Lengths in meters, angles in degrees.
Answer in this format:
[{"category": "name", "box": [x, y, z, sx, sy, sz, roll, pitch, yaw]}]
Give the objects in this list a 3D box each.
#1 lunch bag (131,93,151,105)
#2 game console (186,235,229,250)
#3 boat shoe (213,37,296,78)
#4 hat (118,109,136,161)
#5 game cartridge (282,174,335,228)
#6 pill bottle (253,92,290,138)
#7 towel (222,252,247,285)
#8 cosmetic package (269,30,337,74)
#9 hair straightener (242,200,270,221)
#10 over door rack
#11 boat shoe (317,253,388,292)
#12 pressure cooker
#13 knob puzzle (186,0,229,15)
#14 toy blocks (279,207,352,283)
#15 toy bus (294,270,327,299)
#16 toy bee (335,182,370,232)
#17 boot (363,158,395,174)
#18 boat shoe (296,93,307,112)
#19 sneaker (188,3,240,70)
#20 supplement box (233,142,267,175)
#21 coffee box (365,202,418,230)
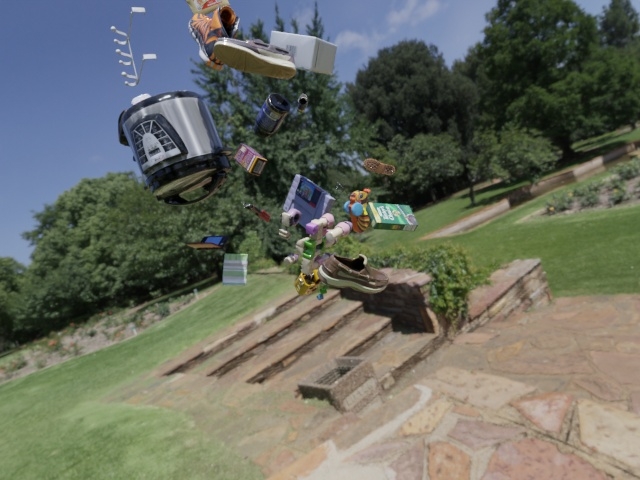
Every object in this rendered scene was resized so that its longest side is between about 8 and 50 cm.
[{"category": "lunch bag", "box": [-0.759, -0.588, 1.758, 0.083, 0.053, 0.071, -31, 47, -29]}, {"category": "game console", "box": [-0.506, -0.001, 1.846, 0.143, 0.085, 0.124, -2, 44, 21]}, {"category": "boat shoe", "box": [-0.217, -0.625, 1.377, 0.285, 0.093, 0.102, 5, -16, -25]}, {"category": "hat", "box": [-0.955, -0.575, 2.079, 0.133, 0.332, 0.331, 15, -20, -35]}, {"category": "game cartridge", "box": [-0.072, -0.199, 2.224, 0.068, 0.230, 0.355, 4, 25, -38]}, {"category": "pill bottle", "box": [-0.250, -0.614, 2.047, 0.122, 0.123, 0.219, -23, -13, -42]}, {"category": "towel", "box": [-0.398, 0.137, 1.917, 0.113, 0.152, 0.023, 2, 8, -23]}, {"category": "cosmetic package", "box": [-0.078, -0.842, 1.848, 0.223, 0.138, 0.224, 19, 21, 21]}, {"category": "hair straightener", "box": [-0.342, -0.150, 2.090, 0.088, 0.047, 0.230, 18, -4, 24]}, {"category": "over door rack", "box": [-0.900, -0.910, 1.941, 0.108, 0.240, 0.324, -15, 3, -40]}, {"category": "boat shoe", "box": [0.117, 0.092, 1.210, 0.257, 0.095, 0.095, 8, -59, -38]}, {"category": "pressure cooker", "box": [-0.578, -0.363, 1.722, 0.375, 0.421, 0.369, -23, 4, -27]}, {"category": "knob puzzle", "box": [-0.530, -1.117, 1.837, 0.213, 0.213, 0.030, -22, 12, -14]}, {"category": "toy blocks", "box": [0.000, 0.000, 1.948, 0.308, 0.289, 0.260, 21, 30, 28]}, {"category": "toy bus", "box": [-0.063, 0.204, 2.117, 0.104, 0.202, 0.190, -13, 17, -31]}, {"category": "toy bee", "box": [0.214, -0.198, 2.199, 0.162, 0.299, 0.195, -32, 47, -19]}, {"category": "boot", "box": [0.285, -0.354, 2.005, 0.157, 0.059, 0.084, 20, 8, 5]}, {"category": "boat shoe", "box": [-0.086, -0.710, 2.094, 0.056, 0.152, 0.049, 16, -42, -14]}, {"category": "sneaker", "box": [-0.370, -0.768, 1.474, 0.124, 0.321, 0.180, 7, -45, -43]}, {"category": "supplement box", "box": [-0.405, -0.467, 2.357, 0.080, 0.188, 0.104, 10, -63, -52]}, {"category": "coffee box", "box": [0.273, -0.090, 1.572, 0.184, 0.113, 0.040, 3, -43, -19]}]
